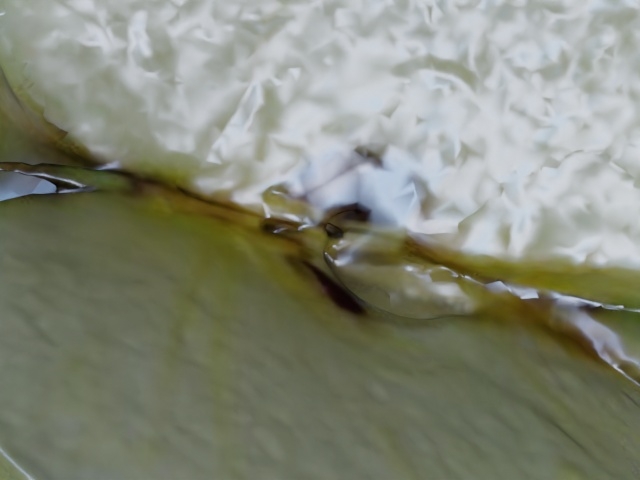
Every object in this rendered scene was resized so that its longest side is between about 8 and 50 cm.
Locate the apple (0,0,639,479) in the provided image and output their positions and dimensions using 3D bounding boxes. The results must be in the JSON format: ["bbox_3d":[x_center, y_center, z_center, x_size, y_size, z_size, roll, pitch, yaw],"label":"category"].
[{"bbox_3d":[-0.009,0.011,0.480,0.257,0.233,0.295,14,70,-21],"label":"apple"}]
